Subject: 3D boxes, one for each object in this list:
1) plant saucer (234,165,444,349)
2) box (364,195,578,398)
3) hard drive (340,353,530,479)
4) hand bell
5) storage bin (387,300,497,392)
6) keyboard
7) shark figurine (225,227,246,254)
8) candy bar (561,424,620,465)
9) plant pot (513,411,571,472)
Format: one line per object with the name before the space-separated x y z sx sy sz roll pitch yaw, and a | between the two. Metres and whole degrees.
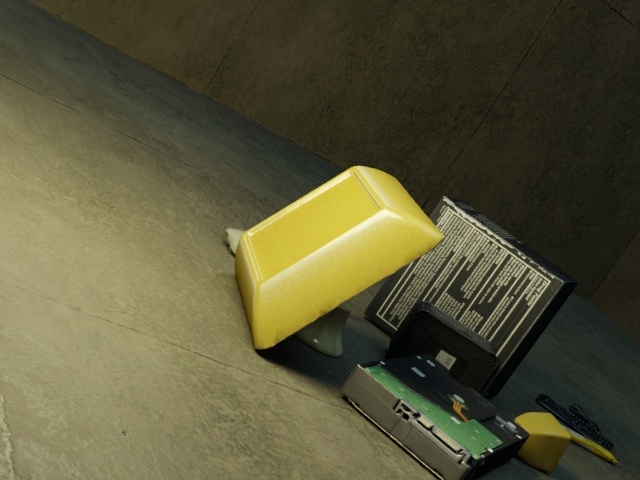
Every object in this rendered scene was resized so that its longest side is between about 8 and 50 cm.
plant saucer | 0.000 0.000 1.715 0.081 0.332 0.333 58 2 -22
box | 0.303 0.118 2.129 0.294 0.296 0.182 38 12 21
hard drive | 0.194 0.285 1.730 0.237 0.064 0.339 37 12 21
hand bell | 0.049 0.065 1.799 0.126 0.242 0.126 32 11 -7
storage bin | 0.226 0.210 1.971 0.180 0.122 0.084 33 11 1
keyboard | 0.571 0.393 2.352 0.192 0.038 0.100 37 12 15
shark figurine | -0.042 0.045 1.973 0.278 0.116 0.166 28 14 -13
candy bar | 0.561 0.428 2.227 0.161 0.018 0.040 29 9 -16
plant pot | 0.382 0.357 1.905 0.083 0.081 0.081 16 18 -25
